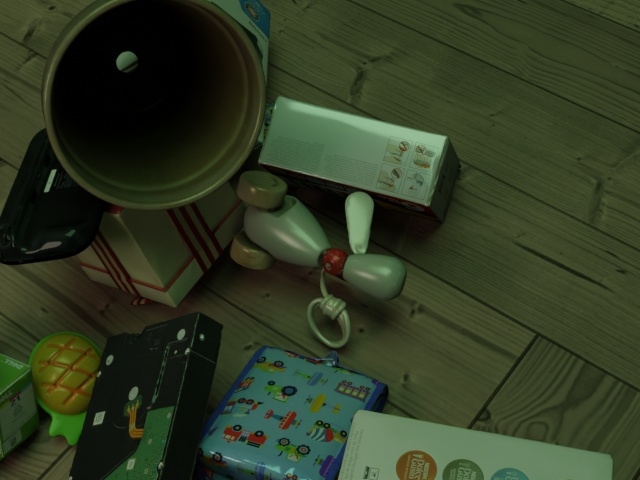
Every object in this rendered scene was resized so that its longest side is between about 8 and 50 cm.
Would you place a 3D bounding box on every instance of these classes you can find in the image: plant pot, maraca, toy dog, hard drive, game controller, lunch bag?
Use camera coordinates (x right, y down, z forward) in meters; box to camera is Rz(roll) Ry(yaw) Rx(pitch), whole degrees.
[{"bbox_3d":[-0.273,-0.241,1.653,0.323,0.323,0.280,-21,27,-11],"label":"plant pot"},{"bbox_3d":[-0.403,0.237,1.751,0.127,0.099,0.185,-14,75,-20],"label":"maraca"},{"bbox_3d":[0.000,0.000,1.836,0.334,0.220,0.161,43,34,10],"label":"toy dog"},{"bbox_3d":[-0.271,0.288,1.625,0.237,0.064,0.339,-19,49,40],"label":"hard drive"},{"bbox_3d":[-0.410,-0.085,1.723,0.166,0.067,0.319,-1,45,6],"label":"game controller"},{"bbox_3d":[-0.036,0.278,1.685,0.221,0.138,0.293,14,46,17],"label":"lunch bag"}]

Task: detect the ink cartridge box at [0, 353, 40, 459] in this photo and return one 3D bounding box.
[{"bbox_3d":[-0.547,0.190,1.674,0.189,0.255,0.097,18,35,23],"label":"ink cartridge box"}]

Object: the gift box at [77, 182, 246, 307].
[{"bbox_3d":[-0.304,-0.058,1.872,0.276,0.258,0.255,18,56,41],"label":"gift box"}]

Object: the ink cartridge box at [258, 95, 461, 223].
[{"bbox_3d":[0.083,-0.134,1.942,0.309,0.272,0.130,15,86,15],"label":"ink cartridge box"}]

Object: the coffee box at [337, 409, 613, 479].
[{"bbox_3d":[0.175,0.463,1.387,0.334,0.338,0.337,9,55,10],"label":"coffee box"}]

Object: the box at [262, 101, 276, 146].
[{"bbox_3d":[-0.125,-0.223,2.115,0.137,0.027,0.094,-9,54,-2],"label":"box"}]

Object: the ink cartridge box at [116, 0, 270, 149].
[{"bbox_3d":[-0.244,-0.359,2.029,0.166,0.285,0.395,-26,43,26],"label":"ink cartridge box"}]
